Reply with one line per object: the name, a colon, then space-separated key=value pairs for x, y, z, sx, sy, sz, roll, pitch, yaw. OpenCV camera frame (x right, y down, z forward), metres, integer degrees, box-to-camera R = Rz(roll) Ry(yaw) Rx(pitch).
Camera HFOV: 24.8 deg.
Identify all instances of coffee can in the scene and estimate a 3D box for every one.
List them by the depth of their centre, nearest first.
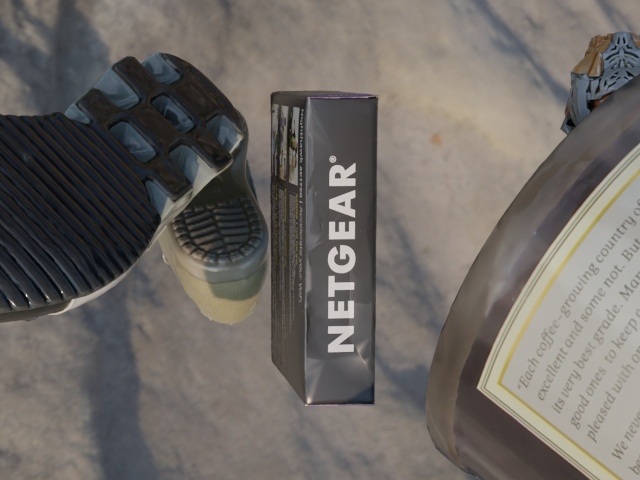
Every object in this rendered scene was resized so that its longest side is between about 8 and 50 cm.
coffee can: x=0.204 y=0.082 z=0.527 sx=0.201 sy=0.201 sz=0.275 roll=-21 pitch=47 yaw=-40

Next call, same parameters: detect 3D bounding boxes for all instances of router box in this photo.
router box: x=0.000 y=0.000 z=0.879 sx=0.046 sy=0.133 sz=0.179 roll=-1 pitch=97 yaw=-10

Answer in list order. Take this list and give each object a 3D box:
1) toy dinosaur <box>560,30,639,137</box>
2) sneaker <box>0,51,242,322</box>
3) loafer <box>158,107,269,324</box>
toy dinosaur: x=0.161 y=0.060 z=0.783 sx=0.164 sy=0.218 sz=0.322 roll=18 pitch=93 yaw=13
sneaker: x=-0.167 y=-0.003 z=0.843 sx=0.122 sy=0.146 sz=0.330 roll=49 pitch=28 yaw=3
loafer: x=-0.100 y=-0.028 z=1.193 sx=0.102 sy=0.092 sz=0.268 roll=-3 pitch=35 yaw=-8
